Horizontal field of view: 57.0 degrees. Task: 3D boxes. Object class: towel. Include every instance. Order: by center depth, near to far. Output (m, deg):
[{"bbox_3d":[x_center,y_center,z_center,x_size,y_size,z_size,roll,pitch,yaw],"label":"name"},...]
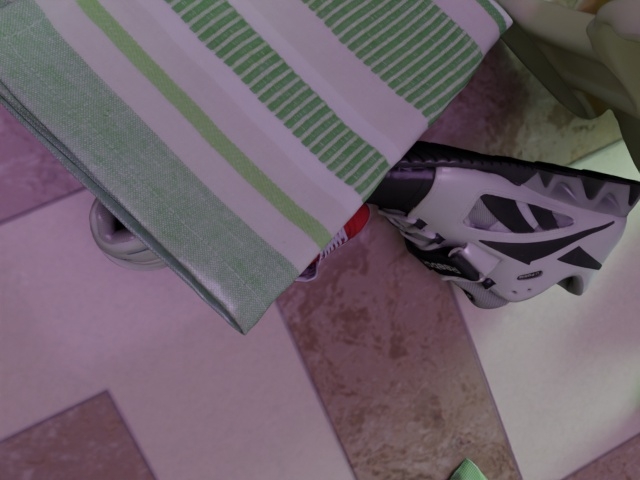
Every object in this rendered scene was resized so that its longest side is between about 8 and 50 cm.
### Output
[{"bbox_3d":[-0.031,-0.140,0.396,0.248,0.038,0.325,44,65,-5],"label":"towel"}]

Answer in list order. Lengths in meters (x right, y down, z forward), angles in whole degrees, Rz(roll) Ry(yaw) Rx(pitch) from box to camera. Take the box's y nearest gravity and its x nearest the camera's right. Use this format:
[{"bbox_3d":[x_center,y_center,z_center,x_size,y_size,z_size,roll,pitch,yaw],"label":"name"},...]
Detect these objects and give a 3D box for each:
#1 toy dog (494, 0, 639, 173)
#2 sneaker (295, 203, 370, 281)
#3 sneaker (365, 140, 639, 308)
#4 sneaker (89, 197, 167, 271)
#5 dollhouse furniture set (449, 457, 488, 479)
[{"bbox_3d":[0.394,-0.207,0.412,0.395,0.284,0.408,41,106,-15],"label":"toy dog"},{"bbox_3d":[0.000,0.000,0.513,0.118,0.067,0.042,-29,105,-10],"label":"sneaker"},{"bbox_3d":[0.133,-0.007,0.518,0.331,0.122,0.146,7,105,-20],"label":"sneaker"},{"bbox_3d":[-0.059,-0.089,0.450,0.111,0.129,0.297,40,85,-10],"label":"sneaker"},{"bbox_3d":[0.181,0.312,0.616,0.076,0.058,0.151,-42,107,-7],"label":"dollhouse furniture set"}]
